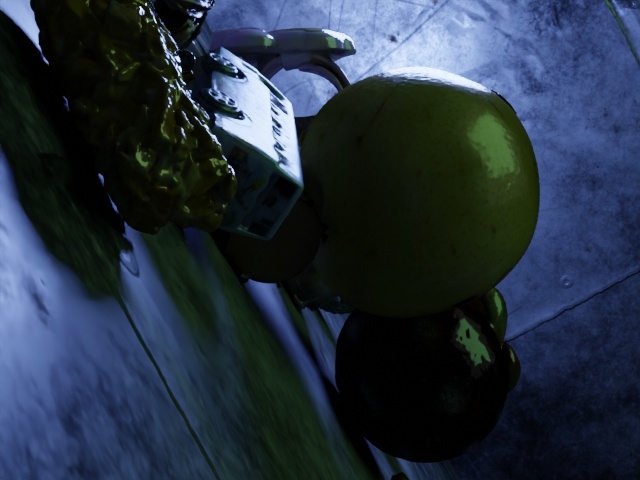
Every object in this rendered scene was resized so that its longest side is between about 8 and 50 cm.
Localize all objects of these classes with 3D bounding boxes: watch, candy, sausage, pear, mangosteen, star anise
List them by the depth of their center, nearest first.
[{"bbox_3d":[-0.084,-0.072,1.289,0.117,0.125,0.317,58,4,-32],"label":"sausage"},{"bbox_3d":[0.129,-0.066,1.313,0.348,0.348,0.348,61,3,-6],"label":"pear"},{"bbox_3d":[-0.198,-0.357,1.421,0.093,0.229,0.236,29,30,-11],"label":"star anise"},{"bbox_3d":[0.161,0.189,1.461,0.288,0.288,0.288,61,3,-6],"label":"mangosteen"},{"bbox_3d":[0.000,0.000,1.612,0.137,0.185,0.195,54,11,-29],"label":"candy"},{"bbox_3d":[-0.061,-0.250,1.674,0.211,0.248,0.217,-20,108,-87],"label":"watch"}]

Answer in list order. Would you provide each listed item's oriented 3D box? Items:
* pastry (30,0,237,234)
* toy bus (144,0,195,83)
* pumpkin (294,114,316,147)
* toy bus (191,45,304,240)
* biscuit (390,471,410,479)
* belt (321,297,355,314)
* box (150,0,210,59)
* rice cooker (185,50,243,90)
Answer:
[{"bbox_3d":[-0.155,-0.120,0.799,0.250,0.102,0.154,63,2,29],"label":"pastry"},{"bbox_3d":[-0.221,-0.261,1.230,0.162,0.074,0.069,58,-3,-14],"label":"toy bus"},{"bbox_3d":[-0.005,-0.171,1.898,0.222,0.317,0.139,2,91,-74],"label":"pumpkin"},{"bbox_3d":[-0.097,-0.119,1.113,0.136,0.109,0.330,27,21,-16],"label":"toy bus"},{"bbox_3d":[0.155,0.443,1.290,0.197,0.049,0.301,55,6,-25],"label":"biscuit"},{"bbox_3d":[0.030,0.078,1.841,0.151,0.121,0.079,44,17,-33],"label":"belt"},{"bbox_3d":[-0.198,-0.268,1.706,0.343,0.065,0.200,58,5,-42],"label":"box"},{"bbox_3d":[-0.139,-0.202,1.545,0.206,0.127,0.145,51,8,-24],"label":"rice cooker"}]
